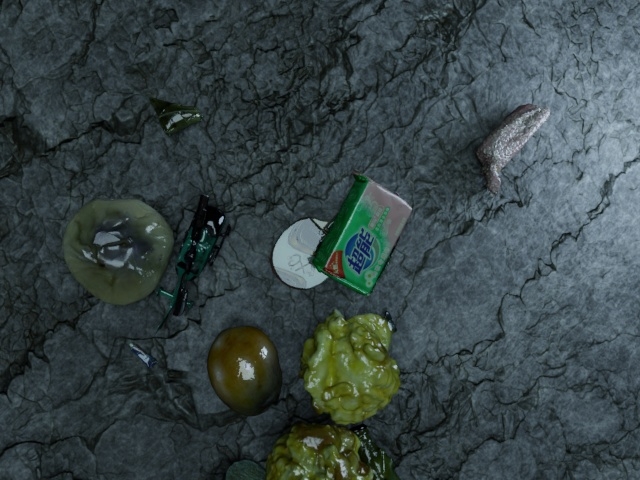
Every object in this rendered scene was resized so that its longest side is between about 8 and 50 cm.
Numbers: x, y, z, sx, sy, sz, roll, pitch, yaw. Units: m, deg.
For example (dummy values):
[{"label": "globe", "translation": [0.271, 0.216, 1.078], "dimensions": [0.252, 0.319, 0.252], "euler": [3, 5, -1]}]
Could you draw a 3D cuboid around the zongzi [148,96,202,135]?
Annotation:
[{"label": "zongzi", "translation": [-0.372, -0.343, 1.514], "dimensions": [0.109, 0.055, 0.119], "euler": [-25, 80, -8]}]

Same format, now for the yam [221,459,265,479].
[{"label": "yam", "translation": [-0.234, 0.744, 1.417], "dimensions": [0.241, 0.241, 0.348], "euler": [36, 89, -4]}]

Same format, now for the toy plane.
[{"label": "toy plane", "translation": [-0.325, 0.054, 1.463], "dimensions": [0.106, 0.155, 0.382], "euler": [27, 103, -5]}]

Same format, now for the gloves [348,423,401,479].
[{"label": "gloves", "translation": [0.138, 0.607, 1.520], "dimensions": [0.135, 0.107, 0.268], "euler": [-28, 94, 25]}]

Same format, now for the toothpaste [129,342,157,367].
[{"label": "toothpaste", "translation": [-0.458, 0.293, 1.507], "dimensions": [0.083, 0.019, 0.027], "euler": [43, 61, -4]}]

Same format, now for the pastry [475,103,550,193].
[{"label": "pastry", "translation": [0.500, -0.263, 1.571], "dimensions": [0.112, 0.103, 0.265], "euler": [35, 84, 3]}]

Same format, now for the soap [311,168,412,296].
[{"label": "soap", "translation": [0.104, -0.014, 1.513], "dimensions": [0.217, 0.098, 0.273], "euler": [30, 85, -20]}]

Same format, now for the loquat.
[{"label": "loquat", "translation": [-0.187, 0.325, 1.458], "dimensions": [0.179, 0.179, 0.228], "euler": [-13, 86, -6]}]

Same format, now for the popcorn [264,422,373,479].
[{"label": "popcorn", "translation": [0.000, 0.578, 1.396], "dimensions": [0.282, 0.282, 0.247], "euler": [43, 118, -3]}]

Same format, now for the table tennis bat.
[{"label": "table tennis bat", "translation": [0.000, 0.000, 1.556], "dimensions": [0.301, 0.022, 0.173], "euler": [-45, 96, -3]}]

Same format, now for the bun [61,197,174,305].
[{"label": "bun", "translation": [-0.499, 0.020, 1.435], "dimensions": [0.272, 0.168, 0.273], "euler": [0, 92, -8]}]

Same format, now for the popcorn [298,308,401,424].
[{"label": "popcorn", "translation": [0.068, 0.303, 1.443], "dimensions": [0.237, 0.293, 0.293], "euler": [-21, 91, 14]}]
